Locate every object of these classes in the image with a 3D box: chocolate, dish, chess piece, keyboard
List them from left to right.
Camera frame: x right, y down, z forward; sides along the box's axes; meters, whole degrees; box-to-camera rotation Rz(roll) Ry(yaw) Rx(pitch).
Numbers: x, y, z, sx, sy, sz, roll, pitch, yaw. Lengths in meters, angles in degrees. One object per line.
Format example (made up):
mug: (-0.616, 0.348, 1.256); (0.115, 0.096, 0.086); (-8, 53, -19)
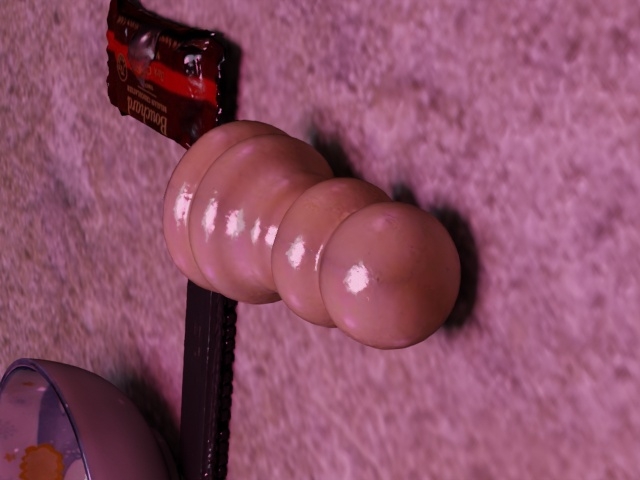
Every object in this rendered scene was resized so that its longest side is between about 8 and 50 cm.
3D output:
dish: (-0.151, 0.181, 1.081); (0.228, 0.086, 0.236); (-56, 48, 49)
chocolate: (-0.102, -0.103, 1.009); (0.182, 0.028, 0.086); (33, 125, 52)
keyboard: (-0.071, 0.066, 0.996); (0.060, 0.018, 0.195); (-142, 54, -61)
chess piece: (0.000, 0.000, 0.794); (0.170, 0.094, 0.094); (22, 114, 53)
